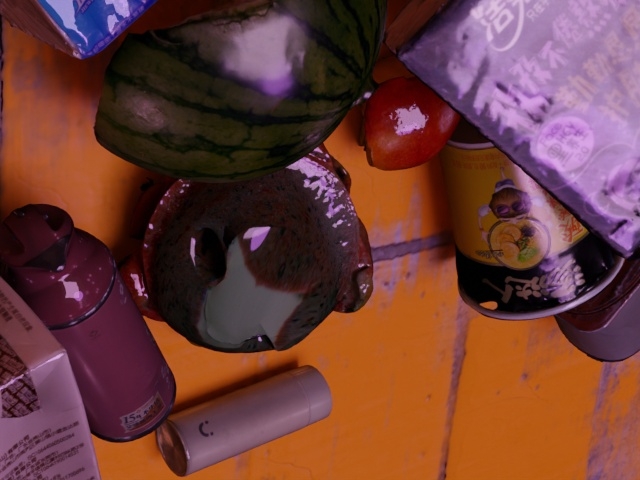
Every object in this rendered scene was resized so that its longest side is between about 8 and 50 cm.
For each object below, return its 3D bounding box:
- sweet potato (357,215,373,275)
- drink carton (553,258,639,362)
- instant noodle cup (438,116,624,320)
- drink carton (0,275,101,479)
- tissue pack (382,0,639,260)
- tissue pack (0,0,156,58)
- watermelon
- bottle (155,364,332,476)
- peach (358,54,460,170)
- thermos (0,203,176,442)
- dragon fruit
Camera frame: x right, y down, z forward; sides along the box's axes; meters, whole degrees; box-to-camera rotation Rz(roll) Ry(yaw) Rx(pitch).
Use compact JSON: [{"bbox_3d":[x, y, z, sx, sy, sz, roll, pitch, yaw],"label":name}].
[{"bbox_3d":[0.010,-0.005,1.775,0.078,0.058,0.255,-38,138,6],"label":"sweet potato"},{"bbox_3d":[0.360,0.045,2.018,0.185,0.191,0.189,-52,145,-6],"label":"drink carton"},{"bbox_3d":[0.236,-0.058,1.841,0.216,0.215,0.236,-33,124,-21],"label":"instant noodle cup"},{"bbox_3d":[-0.311,0.171,1.472,0.132,0.194,0.324,-33,145,-23],"label":"drink carton"},{"bbox_3d":[0.275,-0.185,1.633,0.361,0.122,0.259,38,95,-19],"label":"tissue pack"},{"bbox_3d":[-0.176,-0.296,1.345,0.270,0.209,0.137,-44,121,-9],"label":"tissue pack"},{"bbox_3d":[-0.050,-0.163,1.432,0.331,0.189,0.331,-46,173,-8],"label":"watermelon"},{"bbox_3d":[-0.087,0.207,1.809,0.202,0.072,0.072,-19,126,-31],"label":"bottle"},{"bbox_3d":[0.100,-0.145,1.734,0.151,0.118,0.151,5,90,-82],"label":"peach"},{"bbox_3d":[-0.236,0.064,1.537,0.110,0.136,0.330,-9,145,6],"label":"thermos"},{"bbox_3d":[-0.078,0.010,1.631,0.268,0.130,0.295,-1,126,-25],"label":"dragon fruit"}]
